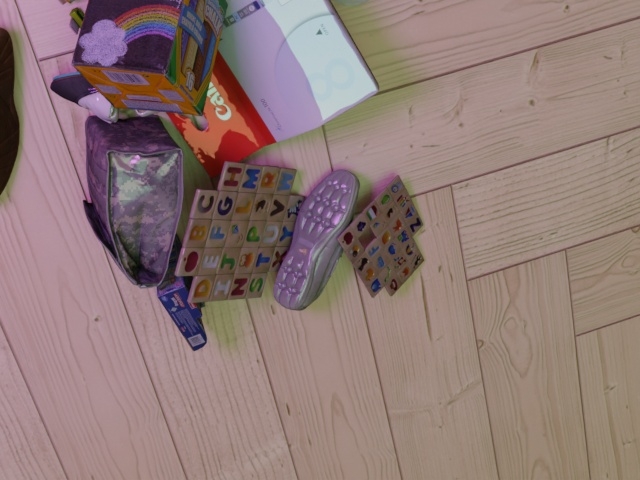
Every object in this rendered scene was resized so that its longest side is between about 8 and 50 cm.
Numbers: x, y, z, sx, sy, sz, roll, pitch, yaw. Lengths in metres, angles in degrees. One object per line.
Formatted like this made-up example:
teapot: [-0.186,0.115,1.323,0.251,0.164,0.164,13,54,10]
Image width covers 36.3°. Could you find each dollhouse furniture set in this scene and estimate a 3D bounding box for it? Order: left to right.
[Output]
dollhouse furniture set: [-0.426,-0.416,1.755,0.076,0.058,0.151,-18,136,18]

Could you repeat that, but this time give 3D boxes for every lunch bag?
lunch bag: [-0.359,-0.073,1.854,0.169,0.235,0.287,-4,115,-20]

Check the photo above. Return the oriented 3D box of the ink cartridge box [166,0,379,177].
ink cartridge box: [-0.129,-0.322,1.840,0.385,0.091,0.308,-30,110,8]

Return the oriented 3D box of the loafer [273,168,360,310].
loafer: [0.000,0.000,2.073,0.111,0.112,0.319,10,109,-63]

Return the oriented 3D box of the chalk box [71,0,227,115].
chalk box: [-0.280,-0.386,1.682,0.180,0.179,0.288,8,75,15]

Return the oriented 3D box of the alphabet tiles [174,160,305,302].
alphabet tiles: [-0.152,-0.014,1.940,0.343,0.011,0.285,0,110,-56]

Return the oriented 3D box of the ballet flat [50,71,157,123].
ballet flat: [-0.362,-0.274,1.803,0.281,0.095,0.096,-9,80,5]

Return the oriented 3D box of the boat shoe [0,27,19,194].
boat shoe: [-0.638,-0.232,1.788,0.123,0.123,0.342,14,119,11]

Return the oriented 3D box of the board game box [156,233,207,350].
board game box: [-0.285,0.093,1.996,0.060,0.194,0.194,-21,137,1]

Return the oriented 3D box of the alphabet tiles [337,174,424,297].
alphabet tiles: [0.147,0.006,2.110,0.198,0.009,0.237,-46,132,-18]

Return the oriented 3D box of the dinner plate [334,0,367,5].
dinner plate: [0.064,-0.524,1.888,0.141,0.017,0.141,-7,117,-14]
